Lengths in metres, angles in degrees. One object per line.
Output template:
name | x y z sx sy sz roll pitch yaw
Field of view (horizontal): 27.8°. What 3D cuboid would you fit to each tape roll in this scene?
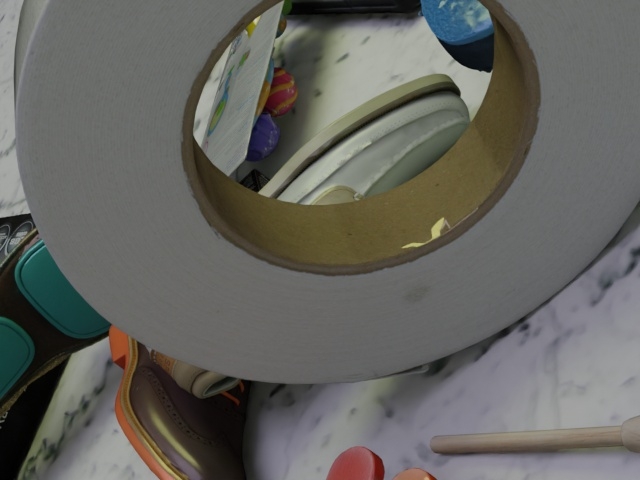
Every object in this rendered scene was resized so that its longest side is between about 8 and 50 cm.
tape roll | 0.019 -0.078 0.753 0.392 0.392 0.072 -42 36 18

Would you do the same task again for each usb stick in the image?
usb stick | 0.013 -0.248 1.218 0.278 0.045 0.077 13 79 55

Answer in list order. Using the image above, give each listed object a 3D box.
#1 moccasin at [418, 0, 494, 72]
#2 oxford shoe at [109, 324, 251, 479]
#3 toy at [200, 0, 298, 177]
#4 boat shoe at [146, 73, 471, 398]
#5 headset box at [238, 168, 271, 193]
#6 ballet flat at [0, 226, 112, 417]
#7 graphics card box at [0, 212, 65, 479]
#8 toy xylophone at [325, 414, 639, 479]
moccasin | 0.165 -0.249 0.972 0.138 0.117 0.342 -8 49 33
oxford shoe | -0.096 0.110 0.995 0.098 0.097 0.271 -42 35 8
toy | -0.057 -0.131 1.176 0.137 0.056 0.237 -43 33 52
boat shoe | 0.000 0.000 0.958 0.302 0.113 0.103 -37 68 0
headset box | -0.062 -0.012 1.113 0.062 0.032 0.083 -42 36 19
ballet flat | -0.253 0.058 1.136 0.348 0.123 0.123 -40 34 -2
graphics card box | -0.367 0.154 1.294 0.233 0.094 0.371 -5 57 49
toy xylophone | 0.080 0.194 0.709 0.323 0.081 0.236 -17 48 43
